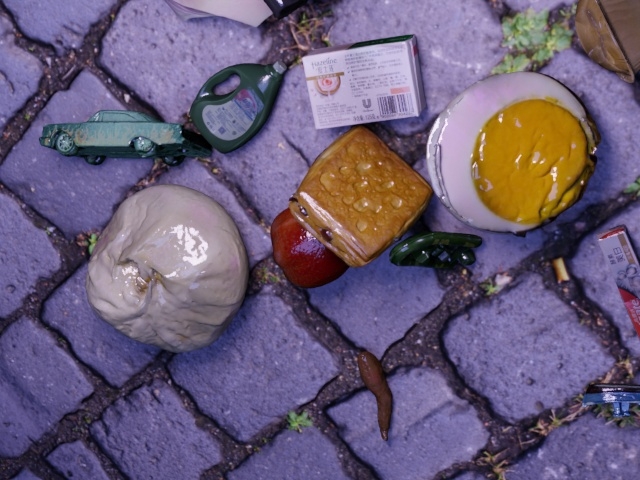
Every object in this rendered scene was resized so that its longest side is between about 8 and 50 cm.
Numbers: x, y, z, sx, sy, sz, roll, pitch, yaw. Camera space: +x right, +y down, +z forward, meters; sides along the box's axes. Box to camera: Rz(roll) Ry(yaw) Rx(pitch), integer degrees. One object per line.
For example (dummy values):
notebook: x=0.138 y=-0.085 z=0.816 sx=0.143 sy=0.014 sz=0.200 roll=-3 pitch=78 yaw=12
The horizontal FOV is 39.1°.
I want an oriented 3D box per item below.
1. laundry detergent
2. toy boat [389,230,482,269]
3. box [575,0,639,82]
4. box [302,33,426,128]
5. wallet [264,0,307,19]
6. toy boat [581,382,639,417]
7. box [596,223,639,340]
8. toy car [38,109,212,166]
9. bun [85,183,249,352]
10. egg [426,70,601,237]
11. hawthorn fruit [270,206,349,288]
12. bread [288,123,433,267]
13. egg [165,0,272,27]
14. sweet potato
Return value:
laundry detergent: x=-0.148 y=-0.270 z=1.690 sx=0.211 sy=0.063 sz=0.137 roll=-41 pitch=89 yaw=29
toy boat: x=0.205 y=0.018 z=1.633 sx=0.104 sy=0.210 sz=0.052 roll=-41 pitch=59 yaw=38
box: x=0.463 y=-0.335 z=1.426 sx=0.111 sy=0.111 sz=0.177 roll=-24 pitch=103 yaw=27
box: x=0.078 y=-0.281 z=1.596 sx=0.198 sy=0.081 sz=0.135 roll=-4 pitch=110 yaw=19
wallet: x=-0.132 y=-0.562 z=1.464 sx=0.062 sy=0.228 sz=0.406 roll=-31 pitch=100 yaw=40
toy boat: x=0.563 y=0.302 z=1.692 sx=0.137 sy=0.060 sz=0.061 roll=0 pitch=91 yaw=15
box: x=0.558 y=0.078 z=1.608 sx=0.055 sy=0.039 sz=0.218 roll=-20 pitch=105 yaw=24
toy car: x=-0.380 y=-0.201 z=1.767 sx=0.320 sy=0.141 sz=0.097 roll=3 pitch=86 yaw=19
bun: x=-0.315 y=0.072 z=1.813 sx=0.360 sy=0.213 sz=0.361 roll=7 pitch=113 yaw=18
egg: x=0.313 y=-0.149 z=1.529 sx=0.286 sy=0.174 sz=0.264 roll=-36 pitch=97 yaw=2
hawthorn fruit: x=0.000 y=0.000 z=1.703 sx=0.188 sy=0.169 sz=0.169 roll=-16 pitch=107 yaw=20
bread: x=0.068 y=-0.074 z=1.612 sx=0.210 sy=0.235 sz=0.099 roll=41 pitch=149 yaw=3
egg: x=-0.194 y=-0.476 z=1.558 sx=0.270 sy=0.162 sz=0.207 roll=7 pitch=116 yaw=15
sweet potato: x=0.120 y=0.317 z=1.864 sx=0.050 sy=0.050 sz=0.214 roll=-9 pitch=113 yaw=22
